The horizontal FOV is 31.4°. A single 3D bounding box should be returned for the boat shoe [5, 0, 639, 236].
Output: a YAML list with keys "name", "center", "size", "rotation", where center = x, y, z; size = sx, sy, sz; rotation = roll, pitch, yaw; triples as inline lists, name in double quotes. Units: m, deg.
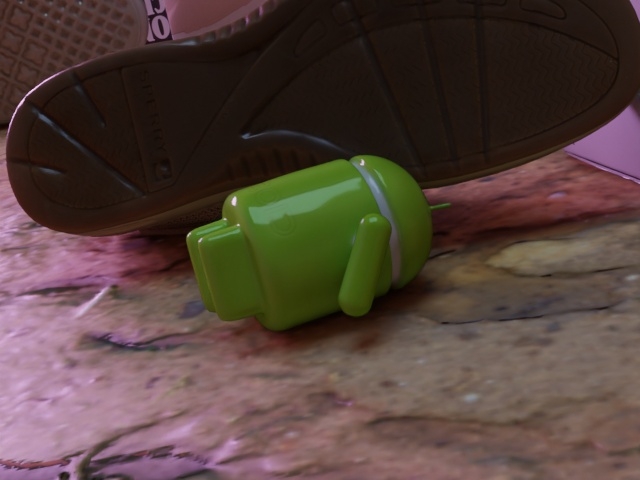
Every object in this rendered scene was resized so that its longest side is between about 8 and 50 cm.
- name: "boat shoe"
  center: [0.002, -0.073, 0.625]
  size: [0.341, 0.122, 0.110]
  rotation: [-9, -8, 15]

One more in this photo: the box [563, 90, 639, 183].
- name: "box"
  center: [0.319, -0.088, 0.592]
  size: [0.322, 0.058, 0.232]
  rotation: [-17, 21, -15]

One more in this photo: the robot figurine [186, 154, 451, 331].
- name: "robot figurine"
  center: [0.000, 0.000, 0.520]
  size: [0.115, 0.067, 0.101]
  rotation: [-18, 10, -17]

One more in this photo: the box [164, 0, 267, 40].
- name: "box"
  center: [0.029, -0.219, 0.991]
  size: [0.311, 0.121, 0.148]
  rotation: [0, 23, 29]

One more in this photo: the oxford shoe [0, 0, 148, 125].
- name: "oxford shoe"
  center: [-0.362, -0.184, 1.069]
  size: [0.449, 0.169, 0.130]
  rotation: [-10, 19, 19]

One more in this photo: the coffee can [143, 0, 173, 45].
- name: "coffee can"
  center: [-0.195, -0.318, 1.150]
  size: [0.201, 0.275, 0.201]
  rotation: [-11, 21, 4]

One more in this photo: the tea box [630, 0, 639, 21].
- name: "tea box"
  center: [0.287, -0.331, 0.671]
  size: [0.323, 0.329, 0.220]
  rotation: [-28, 52, -7]
